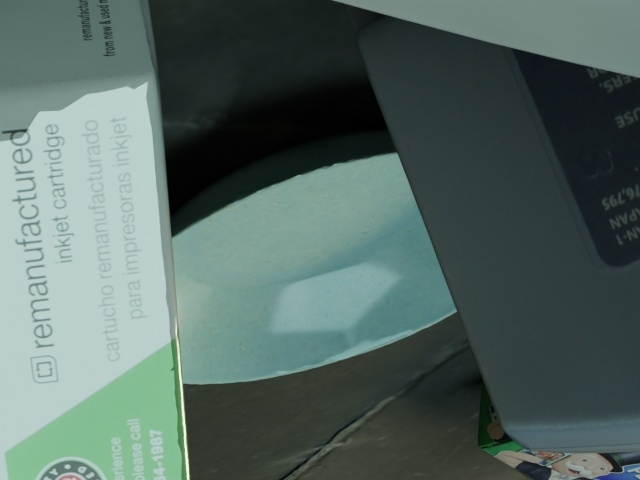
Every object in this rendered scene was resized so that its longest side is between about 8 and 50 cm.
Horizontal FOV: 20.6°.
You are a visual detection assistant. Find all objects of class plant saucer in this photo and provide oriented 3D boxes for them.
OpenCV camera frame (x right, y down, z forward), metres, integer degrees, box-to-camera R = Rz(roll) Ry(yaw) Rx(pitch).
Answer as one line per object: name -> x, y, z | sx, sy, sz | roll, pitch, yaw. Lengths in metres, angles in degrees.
plant saucer -> 0.000, 0.000, 0.715 | 0.195, 0.037, 0.195 | -15, 157, -7

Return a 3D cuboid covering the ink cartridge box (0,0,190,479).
ink cartridge box -> -0.145, 0.017, 0.469 | 0.212, 0.093, 0.154 | -4, 118, -6

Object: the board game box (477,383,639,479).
board game box -> 0.273, 0.137, 1.021 | 0.213, 0.046, 0.317 | -23, 139, 36

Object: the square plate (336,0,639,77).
square plate -> -0.031, -0.077, 0.300 | 0.347, 0.049, 0.344 | 8, -172, -45

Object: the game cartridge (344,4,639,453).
game cartridge -> 0.167, -0.057, 0.519 | 0.294, 0.196, 0.060 | -24, 155, 13
